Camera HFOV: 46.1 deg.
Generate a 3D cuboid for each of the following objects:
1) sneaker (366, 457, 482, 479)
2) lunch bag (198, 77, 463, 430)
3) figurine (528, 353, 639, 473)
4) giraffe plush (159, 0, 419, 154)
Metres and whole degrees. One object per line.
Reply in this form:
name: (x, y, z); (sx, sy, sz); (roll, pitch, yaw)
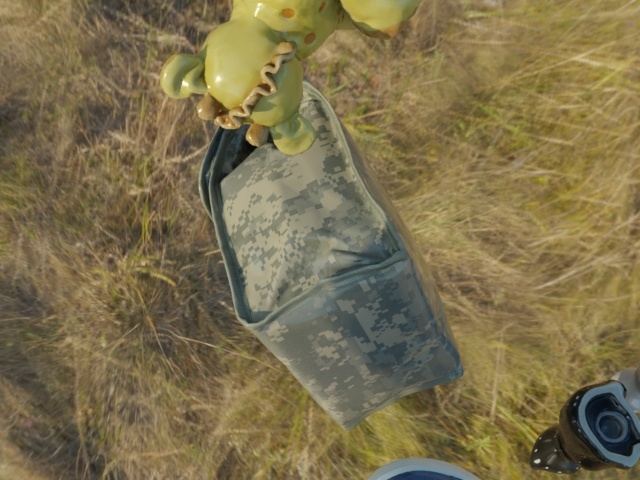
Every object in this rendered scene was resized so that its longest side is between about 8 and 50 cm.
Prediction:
sneaker: (0.170, 0.351, 0.692); (0.131, 0.148, 0.350); (-42, 100, 10)
lunch bag: (0.000, 0.000, 0.749); (0.168, 0.235, 0.287); (-26, 50, 6)
figurine: (0.358, 0.199, 0.908); (0.214, 0.209, 0.092); (-32, 72, -17)
giraffe plush: (-0.034, -0.165, 0.600); (0.181, 0.210, 0.171); (27, 101, -2)
